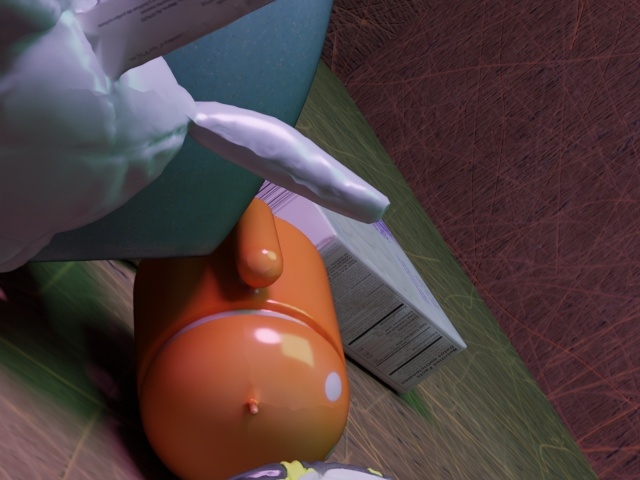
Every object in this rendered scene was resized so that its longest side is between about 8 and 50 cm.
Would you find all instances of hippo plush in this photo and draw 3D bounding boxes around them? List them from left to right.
[{"bbox_3d":[-0.169,-0.103,0.618,0.236,0.294,0.234,-119,-171,-55],"label":"hippo plush"}]

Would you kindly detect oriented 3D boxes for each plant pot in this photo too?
[{"bbox_3d":[-0.131,-0.086,0.894,0.290,0.290,0.195,1,87,-79],"label":"plant pot"}]

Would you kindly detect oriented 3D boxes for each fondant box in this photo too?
[{"bbox_3d":[0.000,0.000,1.661,0.238,0.096,0.330,58,9,34],"label":"fondant box"}]

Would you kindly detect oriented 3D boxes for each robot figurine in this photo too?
[{"bbox_3d":[-0.049,0.068,0.971,0.128,0.158,0.219,38,21,-28],"label":"robot figurine"}]

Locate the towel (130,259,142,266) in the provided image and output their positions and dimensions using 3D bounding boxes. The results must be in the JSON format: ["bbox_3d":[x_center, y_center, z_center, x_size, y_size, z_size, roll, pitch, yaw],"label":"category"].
[{"bbox_3d":[-0.165,-0.035,1.168,0.110,0.027,0.148,58,9,29],"label":"towel"}]

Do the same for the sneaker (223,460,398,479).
[{"bbox_3d":[0.060,0.251,0.799,0.385,0.145,0.147,45,10,-30],"label":"sneaker"}]
